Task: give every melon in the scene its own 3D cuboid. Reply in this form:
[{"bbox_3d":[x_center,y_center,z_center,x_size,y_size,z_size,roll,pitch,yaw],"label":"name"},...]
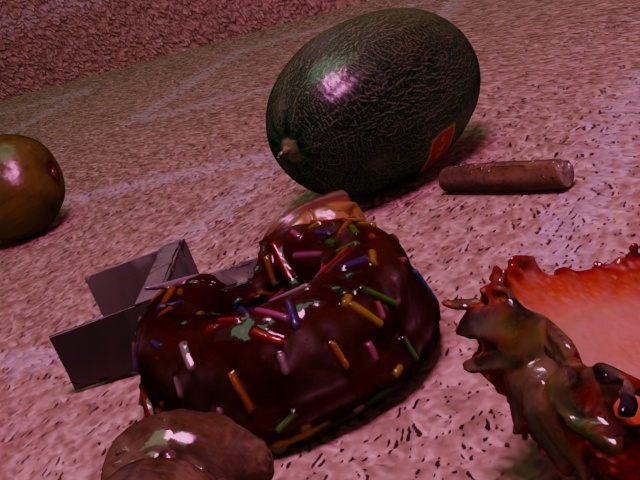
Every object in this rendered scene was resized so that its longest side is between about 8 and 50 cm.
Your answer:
[{"bbox_3d":[0.051,-0.144,1.167,0.287,0.182,0.182,-30,21,-35],"label":"melon"}]

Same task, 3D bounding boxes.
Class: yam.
[{"bbox_3d":[0.173,-0.061,1.049,0.145,0.032,0.032,0,26,48],"label":"yam"}]

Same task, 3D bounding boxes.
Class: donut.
[{"bbox_3d":[-0.031,0.060,0.788,0.230,0.096,0.216,-19,18,-3],"label":"donut"}]

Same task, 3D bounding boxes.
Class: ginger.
[{"bbox_3d":[-0.081,0.155,0.587,0.104,0.080,0.204,-11,17,5],"label":"ginger"}]

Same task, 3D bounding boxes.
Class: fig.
[{"bbox_3d":[-0.439,-0.069,1.488,0.186,0.142,0.148,-4,-7,5],"label":"fig"}]

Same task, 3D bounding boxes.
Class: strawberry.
[{"bbox_3d":[0.178,0.076,0.594,0.208,0.087,0.167,0,29,-28],"label":"strawberry"}]

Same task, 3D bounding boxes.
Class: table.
[{"bbox_3d":[-0.130,0.053,0.966,0.175,0.062,0.146,-19,18,6],"label":"table"}]

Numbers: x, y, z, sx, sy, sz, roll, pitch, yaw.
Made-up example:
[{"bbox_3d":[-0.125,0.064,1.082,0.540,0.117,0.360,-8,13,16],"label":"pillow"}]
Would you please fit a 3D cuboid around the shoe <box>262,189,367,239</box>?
[{"bbox_3d":[0.003,-0.003,0.981,0.072,0.069,0.109,-51,-14,32],"label":"shoe"}]
